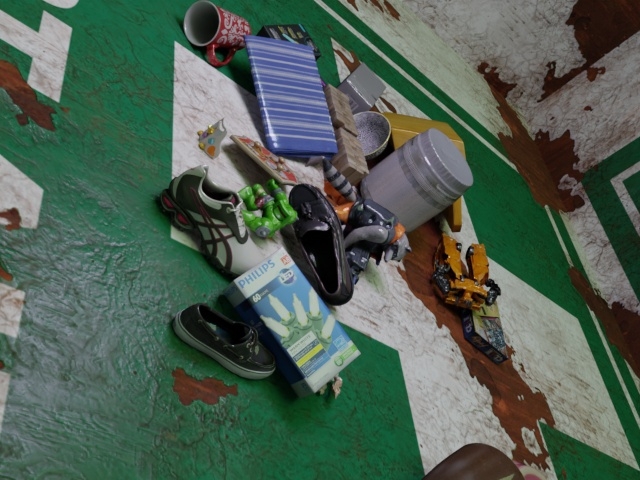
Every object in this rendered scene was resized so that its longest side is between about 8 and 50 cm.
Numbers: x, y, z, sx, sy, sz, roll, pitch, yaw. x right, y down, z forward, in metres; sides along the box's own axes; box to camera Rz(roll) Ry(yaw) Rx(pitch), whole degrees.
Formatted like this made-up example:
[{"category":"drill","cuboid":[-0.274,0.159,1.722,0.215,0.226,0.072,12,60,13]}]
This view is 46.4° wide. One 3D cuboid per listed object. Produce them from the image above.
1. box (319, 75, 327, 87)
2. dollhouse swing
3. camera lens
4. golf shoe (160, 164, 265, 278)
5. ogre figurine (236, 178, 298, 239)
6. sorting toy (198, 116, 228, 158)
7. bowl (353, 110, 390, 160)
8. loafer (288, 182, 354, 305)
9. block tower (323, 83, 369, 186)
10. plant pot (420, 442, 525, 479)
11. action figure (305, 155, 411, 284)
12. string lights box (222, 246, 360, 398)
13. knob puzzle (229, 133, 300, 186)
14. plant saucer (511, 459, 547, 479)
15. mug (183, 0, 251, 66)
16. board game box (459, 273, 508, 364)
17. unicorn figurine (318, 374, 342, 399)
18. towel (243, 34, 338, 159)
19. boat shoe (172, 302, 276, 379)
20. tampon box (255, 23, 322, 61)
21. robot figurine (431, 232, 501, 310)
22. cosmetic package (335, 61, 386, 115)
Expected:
[{"category":"box","cuboid":[-0.052,-0.504,2.294,0.116,0.029,0.162,52,27,0]},{"category":"dollhouse swing","cuboid":[0.320,-0.223,2.426,0.314,0.305,0.347,10,19,-3]},{"category":"camera lens","cuboid":[0.267,-0.161,2.135,0.219,0.274,0.220,36,33,-29]},{"category":"golf shoe","cuboid":[-0.190,-0.027,1.482,0.273,0.120,0.105,45,28,-18]},{"category":"ogre figurine","cuboid":[-0.125,-0.068,1.647,0.118,0.097,0.197,46,16,11]},{"category":"sorting toy","cuboid":[-0.236,-0.243,1.689,0.044,0.075,0.083,27,38,-39]},{"category":"bowl","cuboid":[0.138,-0.298,2.247,0.080,0.170,0.170,57,15,-54]},{"category":"loafer","cuboid":[0.000,0.000,1.701,0.095,0.109,0.303,40,30,-75]},{"category":"block tower","cuboid":[0.051,-0.295,2.155,0.091,0.097,0.336,27,40,-39]},{"category":"plant pot","cuboid":[0.264,0.536,1.476,0.230,0.215,0.216,-5,62,-42]},{"category":"action figure","cuboid":[0.087,-0.039,1.851,0.330,0.178,0.341,33,31,-16]},{"category":"string lights box","cuboid":[-0.057,0.159,1.450,0.133,0.076,0.260,-36,89,-31]},{"category":"knob puzzle","cuboid":[-0.116,-0.198,1.807,0.213,0.030,0.213,37,12,-10]},{"category":"plant saucer","cuboid":[0.510,0.674,1.786,0.332,0.084,0.332,36,34,-29]},{"category":"mug","cuboid":[-0.270,-0.539,1.965,0.113,0.150,0.169,23,15,22]},{"category":"board game box","cuboid":[0.489,0.238,2.272,0.165,0.042,0.243,38,32,-26]},{"category":"unicorn figurine","cuboid":[-0.003,0.242,1.537,0.111,0.060,0.162,-35,105,-62]},{"category":"towel","cuboid":[-0.080,-0.380,2.004,0.243,0.040,0.336,-2,74,-43]},{"category":"boat shoe","cuboid":[-0.156,0.177,1.351,0.228,0.076,0.080,37,33,-28]},{"category":"tampon box","cuboid":[-0.104,-0.544,2.153,0.161,0.101,0.121,-19,74,-45]},{"category":"robot figurine","cuboid":[0.430,0.101,2.245,0.210,0.085,0.291,15,38,-4]},{"category":"cosmetic package","cuboid":[0.123,-0.487,2.459,0.127,0.107,0.238,45,33,-10]}]
